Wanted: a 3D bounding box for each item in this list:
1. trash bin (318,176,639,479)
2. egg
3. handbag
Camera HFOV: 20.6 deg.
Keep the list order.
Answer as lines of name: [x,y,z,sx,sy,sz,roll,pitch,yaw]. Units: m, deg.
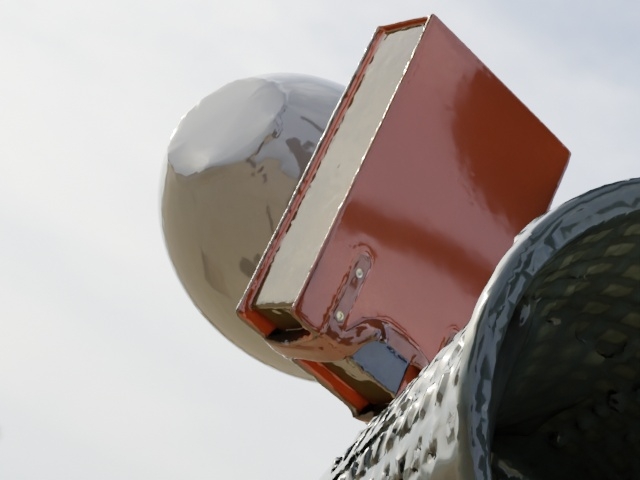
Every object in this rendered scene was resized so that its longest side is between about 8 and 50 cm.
trash bin: [0.076,0.093,0.505,0.175,0.175,0.161,34,-35,-11]
egg: [0.000,0.000,1.117,0.176,0.176,0.232,2,-39,50]
handbag: [0.047,-0.004,0.911,0.127,0.190,0.062,40,-29,-31]
